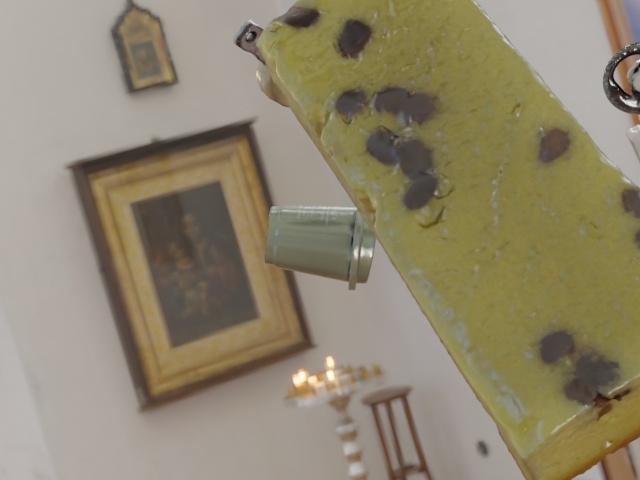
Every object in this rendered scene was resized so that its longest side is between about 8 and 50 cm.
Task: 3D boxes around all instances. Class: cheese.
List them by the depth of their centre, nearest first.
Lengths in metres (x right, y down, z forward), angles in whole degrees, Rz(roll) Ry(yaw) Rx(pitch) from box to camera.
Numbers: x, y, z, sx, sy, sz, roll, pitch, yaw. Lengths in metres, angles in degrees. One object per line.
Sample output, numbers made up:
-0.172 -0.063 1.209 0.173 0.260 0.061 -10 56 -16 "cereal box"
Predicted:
-0.044 -0.204 1.282 0.171 0.047 0.092 -3 -53 -47 "cheese"

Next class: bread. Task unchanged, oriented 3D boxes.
0.087 -0.040 0.659 0.138 0.361 0.077 -33 -35 2 "bread"

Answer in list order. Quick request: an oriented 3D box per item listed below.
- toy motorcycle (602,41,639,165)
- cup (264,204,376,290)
0.349 -0.090 0.968 0.150 0.221 0.102 -24 18 12 "toy motorcycle"
0.000 0.000 1.451 0.141 0.120 0.120 8 -1 -1 "cup"
